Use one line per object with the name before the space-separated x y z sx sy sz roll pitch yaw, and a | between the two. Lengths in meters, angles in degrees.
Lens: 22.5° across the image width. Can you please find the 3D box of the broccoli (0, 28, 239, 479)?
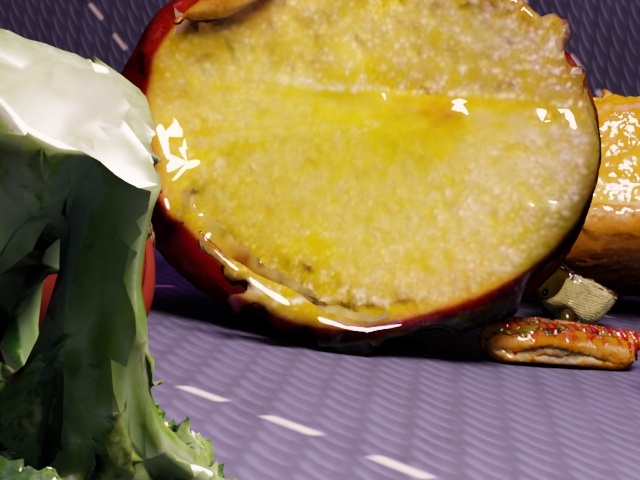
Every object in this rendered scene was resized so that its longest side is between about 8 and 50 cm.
broccoli | -0.158 0.036 0.568 0.261 0.241 0.269 25 25 -32

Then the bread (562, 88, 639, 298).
bread | 0.305 -0.044 1.746 0.358 0.204 0.337 -5 -18 38

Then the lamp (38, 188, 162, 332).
lamp | -0.208 -0.004 0.994 0.227 0.226 0.227 6 6 -1

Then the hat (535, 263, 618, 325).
hat | 0.247 0.057 1.591 0.076 0.059 0.077 22 3 -30

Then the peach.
peach | 0.040 -0.085 1.373 0.353 0.339 0.417 -3 14 -44

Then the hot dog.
hot dog | 0.202 0.085 1.348 0.144 0.038 0.062 5 5 -15
